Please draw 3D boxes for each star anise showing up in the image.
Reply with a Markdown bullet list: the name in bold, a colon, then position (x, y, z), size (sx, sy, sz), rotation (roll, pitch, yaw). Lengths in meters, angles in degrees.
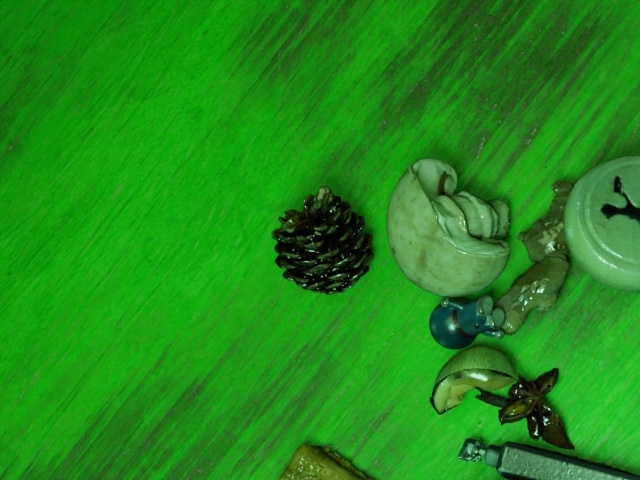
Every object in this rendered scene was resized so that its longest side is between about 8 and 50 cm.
- **star anise**: position (0.326, 0.286, 1.729), size (0.144, 0.158, 0.140), rotation (-39, 43, 46)

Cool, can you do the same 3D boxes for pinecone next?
- **pinecone**: position (-0.003, 0.004, 1.903), size (0.184, 0.204, 0.179), rotation (-37, 42, 8)

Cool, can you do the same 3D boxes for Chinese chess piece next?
- **Chinese chess piece**: position (0.520, -0.030, 1.698), size (0.238, 0.092, 0.237), rotation (-1, 71, 3)

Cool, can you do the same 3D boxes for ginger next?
- **ginger**: position (0.382, 0.031, 1.780), size (0.122, 0.084, 0.290), rotation (26, 85, 23)

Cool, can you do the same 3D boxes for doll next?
- **doll**: position (0.247, 0.141, 1.790), size (0.152, 0.114, 0.085), rotation (-29, 19, 49)

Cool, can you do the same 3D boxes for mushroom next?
- **mushroom**: position (0.221, -0.007, 1.833), size (0.189, 0.195, 0.253), rotation (-51, 56, 40)

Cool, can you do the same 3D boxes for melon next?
- **melon**: position (0.249, 0.219, 1.754), size (0.160, 0.079, 0.128), rotation (-33, 21, 30)

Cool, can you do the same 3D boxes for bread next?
- **bread**: position (0.053, 0.460, 1.785), size (0.271, 0.077, 0.139), rotation (27, 81, 29)

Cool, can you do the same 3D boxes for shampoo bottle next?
- **shampoo bottle**: position (0.375, 0.370, 1.655), size (0.310, 0.098, 0.071), rotation (12, 82, 28)
